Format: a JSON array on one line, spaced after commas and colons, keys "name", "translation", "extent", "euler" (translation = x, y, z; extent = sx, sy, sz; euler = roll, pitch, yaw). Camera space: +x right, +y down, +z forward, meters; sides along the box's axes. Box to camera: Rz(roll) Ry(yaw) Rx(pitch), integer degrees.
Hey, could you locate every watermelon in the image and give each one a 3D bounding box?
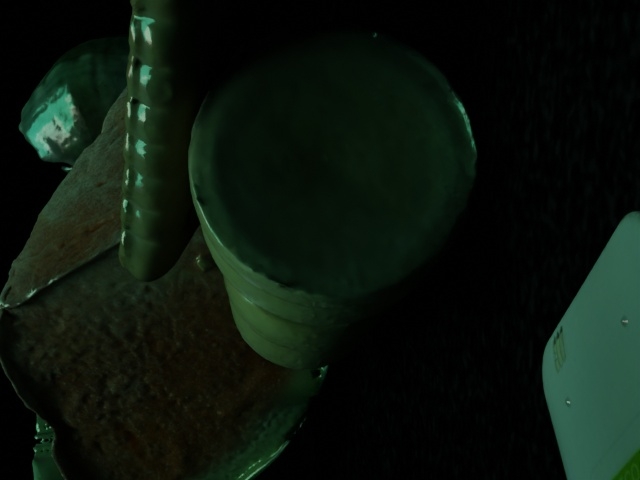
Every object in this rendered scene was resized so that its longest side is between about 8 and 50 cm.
[{"name": "watermelon", "translation": [-0.070, 0.043, 0.856], "extent": [0.319, 0.222, 0.292], "euler": [-56, -46, -33]}]

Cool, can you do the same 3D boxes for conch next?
[{"name": "conch", "translation": [-0.131, -0.119, 1.066], "extent": [0.277, 0.220, 0.195], "euler": [-45, -37, -45]}]

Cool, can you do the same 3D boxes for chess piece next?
[{"name": "chess piece", "translation": [0.000, 0.000, 0.639], "extent": [0.261, 0.143, 0.142], "euler": [98, 167, -71]}]

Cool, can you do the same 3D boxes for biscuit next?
[{"name": "biscuit", "translation": [-0.035, -0.143, 0.665], "extent": [0.325, 0.044, 0.217], "euler": [-64, -13, -49]}]

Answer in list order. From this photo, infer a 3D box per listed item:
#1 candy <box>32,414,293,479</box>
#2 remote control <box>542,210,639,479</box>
[{"name": "candy", "translation": [-0.142, 0.303, 1.018], "extent": [0.172, 0.263, 0.398], "euler": [83, 180, -67]}, {"name": "remote control", "translation": [0.111, 0.115, 0.288], "extent": [0.103, 0.034, 0.250], "euler": [103, 161, -53]}]
